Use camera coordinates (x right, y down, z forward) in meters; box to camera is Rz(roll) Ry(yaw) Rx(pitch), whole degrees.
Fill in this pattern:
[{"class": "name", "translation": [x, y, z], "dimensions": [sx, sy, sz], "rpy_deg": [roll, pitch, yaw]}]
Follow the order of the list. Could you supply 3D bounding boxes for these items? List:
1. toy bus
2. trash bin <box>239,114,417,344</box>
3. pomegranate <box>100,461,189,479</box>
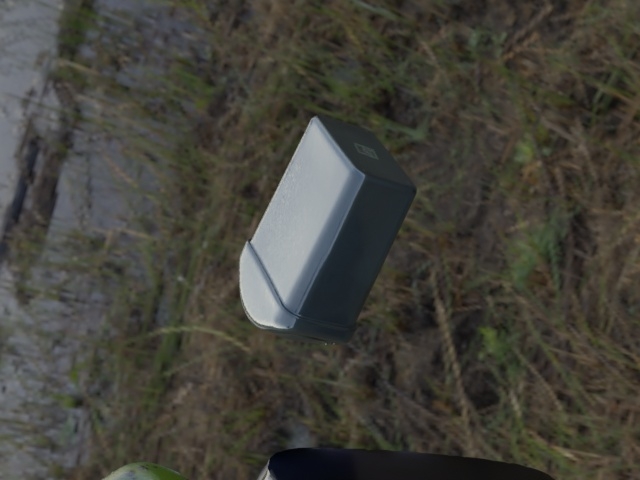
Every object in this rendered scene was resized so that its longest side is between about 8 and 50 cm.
[{"class": "toy bus", "translation": [0.088, 0.281, 1.109], "dimensions": [0.127, 0.303, 0.147], "rpy_deg": [-116, 30, -77]}, {"class": "trash bin", "translation": [0.000, 0.000, 1.339], "dimensions": [0.236, 0.101, 0.176], "rpy_deg": [-65, 28, 21]}, {"class": "pomegranate", "translation": [-0.240, 0.409, 1.695], "dimensions": [0.248, 0.202, 0.202], "rpy_deg": [-36, 50, 57]}]
